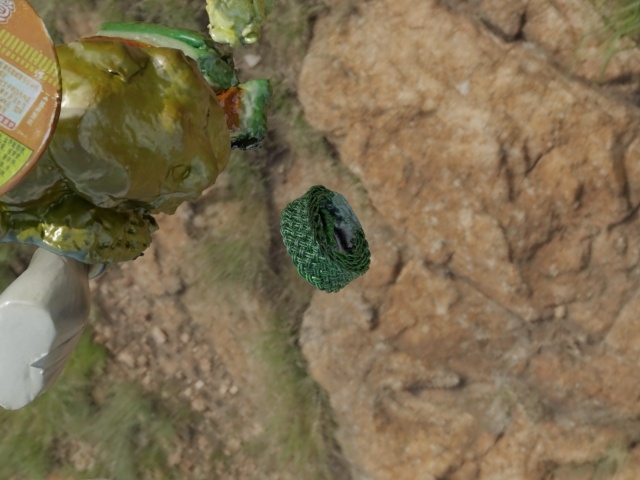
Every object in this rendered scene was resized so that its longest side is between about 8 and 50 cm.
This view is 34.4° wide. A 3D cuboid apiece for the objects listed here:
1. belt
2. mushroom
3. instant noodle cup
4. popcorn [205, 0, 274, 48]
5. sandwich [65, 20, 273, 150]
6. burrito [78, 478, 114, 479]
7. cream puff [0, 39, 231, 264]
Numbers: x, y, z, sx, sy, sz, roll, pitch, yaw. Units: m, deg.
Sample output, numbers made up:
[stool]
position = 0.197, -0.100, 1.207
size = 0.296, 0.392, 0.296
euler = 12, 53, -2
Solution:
[belt]
position = 0.000, 0.000, 1.425
size = 0.079, 0.121, 0.151
euler = -34, 59, 32
[mushroom]
position = -0.373, 0.078, 1.433
size = 0.122, 0.329, 0.159
euler = 32, 114, -14
[instant noodle cup]
position = -0.264, -0.079, 0.676
size = 0.168, 0.168, 0.185
euler = 52, 159, -7
[popcorn]
position = -0.170, -0.457, 2.050
size = 0.141, 0.162, 0.135
euler = 32, 161, 44
[sandwich]
position = -0.233, -0.173, 1.193
size = 0.250, 0.301, 0.162
euler = -5, 89, 45
[burrito]
position = -0.321, 0.379, 1.257
size = 0.143, 0.299, 0.105
euler = -3, 98, 19
[cream puff]
position = -0.209, -0.069, 0.912
size = 0.281, 0.282, 0.185
euler = -8, 88, 38
